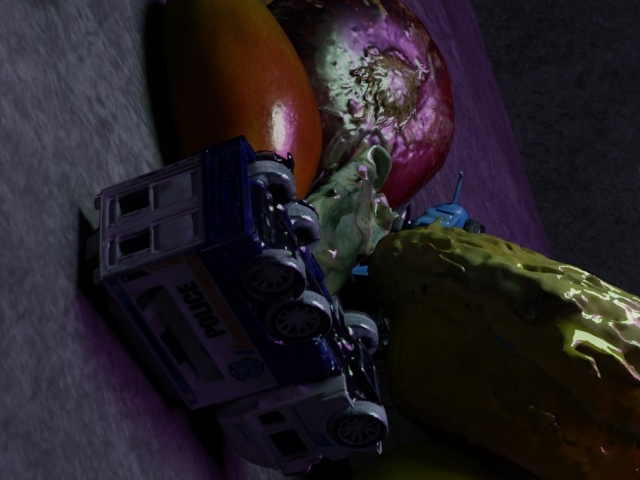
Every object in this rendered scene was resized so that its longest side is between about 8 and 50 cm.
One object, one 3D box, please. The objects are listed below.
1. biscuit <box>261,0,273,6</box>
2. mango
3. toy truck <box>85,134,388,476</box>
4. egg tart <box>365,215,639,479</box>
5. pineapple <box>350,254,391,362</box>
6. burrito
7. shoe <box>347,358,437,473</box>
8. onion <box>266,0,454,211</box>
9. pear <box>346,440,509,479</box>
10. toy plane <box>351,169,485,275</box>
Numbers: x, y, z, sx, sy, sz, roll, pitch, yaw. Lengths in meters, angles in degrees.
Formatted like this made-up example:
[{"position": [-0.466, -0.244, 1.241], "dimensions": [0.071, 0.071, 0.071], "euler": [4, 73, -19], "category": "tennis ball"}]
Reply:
[{"position": [-0.010, -0.245, 2.347], "dimensions": [0.334, 0.047, 0.202], "euler": [43, 30, -61], "category": "biscuit"}, {"position": [-0.077, -0.137, 1.770], "dimensions": [0.146, 0.129, 0.289], "euler": [45, 19, -56], "category": "mango"}, {"position": [-0.056, 0.063, 1.505], "dimensions": [0.124, 0.155, 0.268], "euler": [-95, 163, -47], "category": "toy truck"}, {"position": [0.193, 0.132, 1.785], "dimensions": [0.169, 0.388, 0.388], "euler": [-61, 148, -13], "category": "egg tart"}, {"position": [0.082, 0.077, 2.123], "dimensions": [0.221, 0.103, 0.083], "euler": [-93, 159, -54], "category": "pineapple"}, {"position": [-0.001, 0.003, 1.773], "dimensions": [0.309, 0.066, 0.096], "euler": [-50, 133, -57], "category": "burrito"}, {"position": [0.126, 0.296, 1.932], "dimensions": [0.160, 0.132, 0.363], "euler": [40, 25, -62], "category": "shoe"}, {"position": [0.016, -0.139, 1.990], "dimensions": [0.246, 0.190, 0.246], "euler": [16, 67, -42], "category": "onion"}, {"position": [0.100, 0.268, 1.744], "dimensions": [0.198, 0.198, 0.198], "euler": [-20, 90, -77], "category": "pear"}, {"position": [0.118, 0.006, 2.074], "dimensions": [0.271, 0.254, 0.105], "euler": [-56, 159, -63], "category": "toy plane"}]
